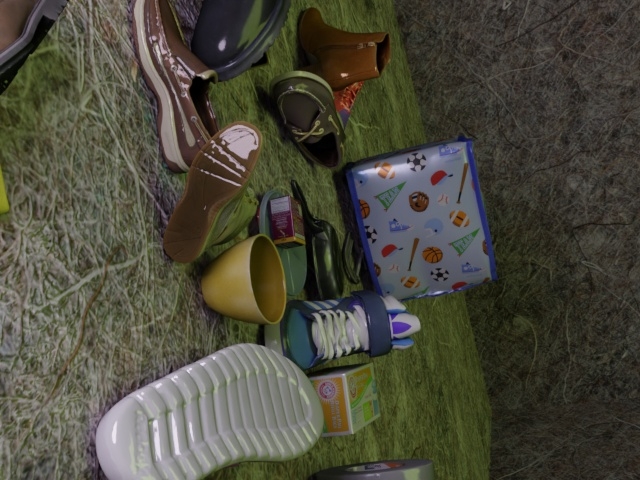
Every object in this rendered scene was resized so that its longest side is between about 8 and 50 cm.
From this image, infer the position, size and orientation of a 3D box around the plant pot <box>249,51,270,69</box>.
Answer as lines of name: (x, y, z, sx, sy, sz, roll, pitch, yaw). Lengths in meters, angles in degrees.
plant pot: (-0.131, -0.342, 1.343, 0.083, 0.081, 0.082, -71, 147, -75)

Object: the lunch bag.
lunch bag: (0.260, -0.045, 1.938, 0.239, 0.327, 0.386, -60, 135, -76)

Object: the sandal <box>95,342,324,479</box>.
sandal: (-0.141, 0.230, 0.992, 0.416, 0.102, 0.170, 7, 59, -58)

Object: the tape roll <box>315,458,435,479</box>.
tape roll: (0.103, 0.451, 1.390, 0.219, 0.219, 0.072, 22, 60, -69)

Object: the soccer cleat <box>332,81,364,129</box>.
soccer cleat: (0.053, -0.373, 1.842, 0.109, 0.116, 0.318, 58, 28, -48)

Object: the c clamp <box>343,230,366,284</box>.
c clamp: (0.089, 0.051, 1.874, 0.161, 0.022, 0.137, -67, 143, -59)

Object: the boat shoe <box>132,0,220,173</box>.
boat shoe: (-0.188, -0.230, 1.077, 0.095, 0.095, 0.258, -38, 116, -70)

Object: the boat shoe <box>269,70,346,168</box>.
boat shoe: (-0.018, -0.244, 1.574, 0.324, 0.116, 0.097, 46, 35, -69)

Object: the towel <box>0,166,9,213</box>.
towel: (-0.350, -0.054, 0.627, 0.237, 0.021, 0.102, -34, 118, -71)

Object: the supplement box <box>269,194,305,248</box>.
supplement box: (-0.059, -0.032, 1.341, 0.055, 0.043, 0.083, 25, 56, -67)

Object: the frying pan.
frying pan: (0.003, -0.011, 1.565, 0.197, 0.053, 0.326, -81, 162, -63)

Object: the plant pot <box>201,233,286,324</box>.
plant pot: (-0.120, 0.064, 1.126, 0.134, 0.095, 0.134, -10, 90, -72)

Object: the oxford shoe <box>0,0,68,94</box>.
oxford shoe: (-0.319, -0.195, 0.714, 0.096, 0.082, 0.227, 36, 34, -26)

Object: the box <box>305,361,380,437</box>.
box: (0.035, 0.302, 1.450, 0.203, 0.103, 0.114, 7, 74, -71)

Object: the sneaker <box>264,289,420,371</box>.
sneaker: (0.056, 0.156, 1.377, 0.322, 0.236, 0.130, 3, 77, -72)

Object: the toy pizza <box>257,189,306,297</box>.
toy pizza: (-0.076, 0.007, 1.391, 0.201, 0.032, 0.202, -12, 90, -72)

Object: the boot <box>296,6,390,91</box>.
boot: (0.058, -0.452, 1.749, 0.104, 0.211, 0.295, 60, 26, -47)

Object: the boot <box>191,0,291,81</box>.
boot: (-0.193, -0.514, 1.114, 0.445, 0.146, 0.367, 52, 51, -44)

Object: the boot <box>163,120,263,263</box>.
boot: (-0.128, -0.073, 1.074, 0.213, 0.077, 0.165, -59, 171, 15)
